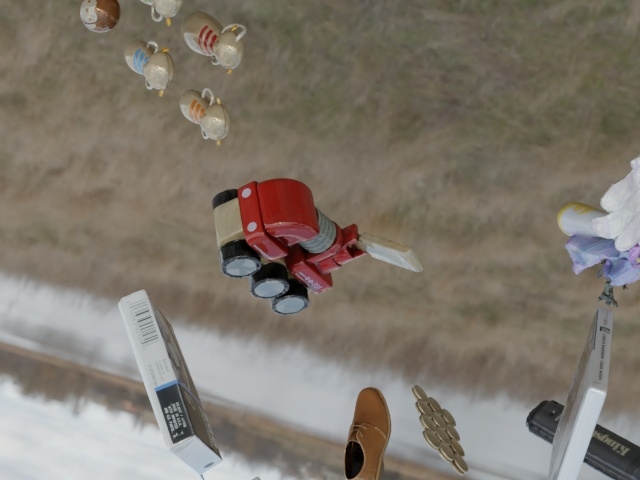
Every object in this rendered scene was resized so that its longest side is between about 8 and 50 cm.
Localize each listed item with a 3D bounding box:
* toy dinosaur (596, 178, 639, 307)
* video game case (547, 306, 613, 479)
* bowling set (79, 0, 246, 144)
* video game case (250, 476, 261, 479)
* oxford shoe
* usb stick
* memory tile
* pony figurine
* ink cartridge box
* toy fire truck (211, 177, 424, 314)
[{"bbox_3d":[0.479,0.033,1.910,0.064,0.118,0.268,17,153,46],"label":"toy dinosaur"},{"bbox_3d":[0.275,0.191,1.293,0.022,0.190,0.173,15,-152,8],"label":"video game case"},{"bbox_3d":[-0.200,-0.263,1.567,0.200,0.287,0.154,-6,-157,-26],"label":"bowling set"},{"bbox_3d":[-0.122,0.328,1.400,0.011,0.122,0.087,45,146,35],"label":"video game case"},{"bbox_3d":[0.081,0.358,2.228,0.076,0.212,0.076,-16,141,28],"label":"oxford shoe"},{"bbox_3d":[0.457,0.338,1.941,0.278,0.077,0.045,27,144,37],"label":"usb stick"},{"bbox_3d":[0.195,0.311,1.993,0.113,0.012,0.148,41,-160,-27],"label":"memory tile"},{"bbox_3d":[0.422,-0.017,1.283,0.302,0.351,0.363,60,161,-15],"label":"pony figurine"},{"bbox_3d":[-0.186,0.191,1.554,0.045,0.206,0.208,-22,157,-3],"label":"ink cartridge box"},{"bbox_3d":[0.000,0.000,1.709,0.246,0.158,0.217,-24,145,18],"label":"toy fire truck"}]
